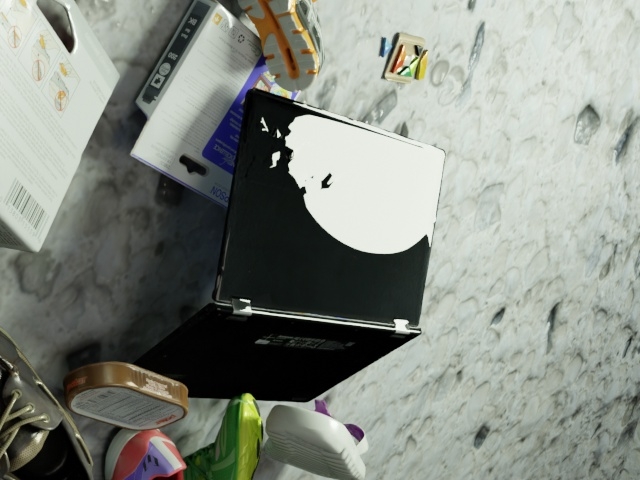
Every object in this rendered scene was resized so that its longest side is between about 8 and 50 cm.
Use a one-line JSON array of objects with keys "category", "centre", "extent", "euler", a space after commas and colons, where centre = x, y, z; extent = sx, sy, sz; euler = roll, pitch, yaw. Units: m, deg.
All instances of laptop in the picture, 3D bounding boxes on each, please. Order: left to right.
[{"category": "laptop", "centre": [-0.052, 0.039, 1.379], "extent": [0.382, 0.236, 0.408], "euler": [12, 142, -42]}]

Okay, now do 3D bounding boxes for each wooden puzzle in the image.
[{"category": "wooden puzzle", "centre": [0.130, -0.274, 1.481], "extent": [0.116, 0.014, 0.078], "euler": [-11, 121, -45]}]

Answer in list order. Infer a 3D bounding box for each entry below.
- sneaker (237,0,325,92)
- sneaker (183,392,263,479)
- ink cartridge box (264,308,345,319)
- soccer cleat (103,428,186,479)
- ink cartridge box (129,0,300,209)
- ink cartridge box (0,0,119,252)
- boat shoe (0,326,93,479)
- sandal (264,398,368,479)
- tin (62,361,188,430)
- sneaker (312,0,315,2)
[{"category": "sneaker", "centre": [-0.048, -0.291, 1.195], "extent": [0.083, 0.084, 0.214], "euler": [-50, 130, -60]}, {"category": "sneaker", "centre": [-0.166, 0.356, 1.460], "extent": [0.109, 0.124, 0.295], "euler": [-68, 178, -69]}, {"category": "ink cartridge box", "centre": [0.000, 0.000, 1.476], "extent": [0.186, 0.065, 0.311], "euler": [-26, 130, -36]}, {"category": "soccer cleat", "centre": [-0.253, 0.412, 1.416], "extent": [0.109, 0.116, 0.318], "euler": [-18, 126, -42]}, {"category": "ink cartridge box", "centre": [-0.132, -0.164, 1.225], "extent": [0.206, 0.045, 0.208], "euler": [32, 87, -54]}, {"category": "ink cartridge box", "centre": [-0.317, -0.155, 0.973], "extent": [0.275, 0.060, 0.238], "euler": [67, 36, -58]}, {"category": "boat shoe", "centre": [-0.360, 0.201, 1.136], "extent": [0.132, 0.130, 0.355], "euler": [-49, 142, -15]}, {"category": "sandal", "centre": [0.004, 0.301, 1.524], "extent": [0.416, 0.169, 0.102], "euler": [97, 14, -71]}, {"category": "tin", "centre": [-0.254, 0.209, 1.293], "extent": [0.106, 0.040, 0.190], "euler": [-23, 147, 26]}, {"category": "sneaker", "centre": [0.024, -0.355, 1.265], "extent": [0.175, 0.064, 0.067], "euler": [-46, 151, -13]}]
